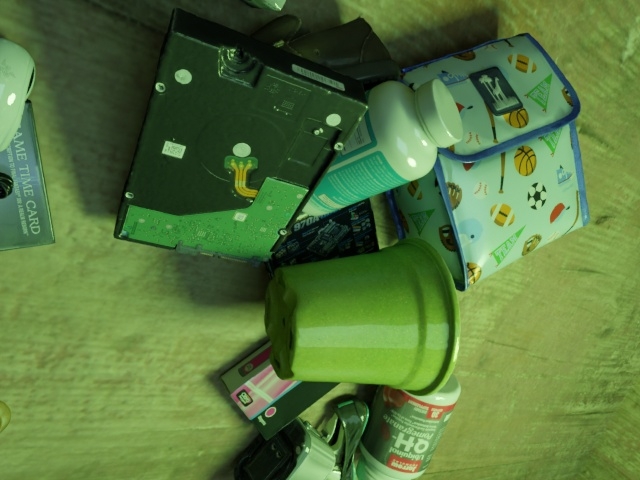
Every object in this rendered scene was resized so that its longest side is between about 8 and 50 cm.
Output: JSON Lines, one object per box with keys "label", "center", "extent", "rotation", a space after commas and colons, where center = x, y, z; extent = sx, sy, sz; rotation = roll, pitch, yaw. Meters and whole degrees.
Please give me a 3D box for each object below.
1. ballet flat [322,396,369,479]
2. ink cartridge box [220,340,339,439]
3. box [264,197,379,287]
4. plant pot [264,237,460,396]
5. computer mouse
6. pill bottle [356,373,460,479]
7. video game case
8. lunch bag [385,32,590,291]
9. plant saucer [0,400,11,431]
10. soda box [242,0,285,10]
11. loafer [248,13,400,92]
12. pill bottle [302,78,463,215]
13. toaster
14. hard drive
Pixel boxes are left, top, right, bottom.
{"label": "ballet flat", "center": [0.039, 0.498, 1.183], "extent": [0.096, 0.095, 0.280], "rotation": [4, 101, -23]}
{"label": "ink cartridge box", "center": [-0.007, 0.235, 1.033], "extent": [0.371, 0.069, 0.175], "rotation": [-36, 128, -15]}
{"label": "box", "center": [0.000, 0.000, 0.920], "extent": [0.220, 0.051, 0.175], "rotation": [-27, 126, -18]}
{"label": "plant pot", "center": [0.048, 0.132, 0.841], "extent": [0.254, 0.276, 0.276], "rotation": [0, 114, -21]}
{"label": "computer mouse", "center": [-0.391, -0.139, 0.577], "extent": [0.106, 0.042, 0.193], "rotation": [19, 103, -36]}
{"label": "pill bottle", "center": [0.194, 0.443, 1.189], "extent": [0.176, 0.176, 0.318], "rotation": [6, 110, -34]}
{"label": "video game case", "center": [-0.485, -0.065, 0.598], "extent": [0.274, 0.026, 0.196], "rotation": [-11, 119, -29]}
{"label": "lunch bag", "center": [0.293, -0.152, 0.921], "extent": [0.328, 0.239, 0.385], "rotation": [-23, 108, -20]}
{"label": "plant saucer", "center": [-0.517, 0.276, 0.758], "extent": [0.083, 0.015, 0.083], "rotation": [-14, 120, -26]}
{"label": "soda box", "center": [-0.040, -0.449, 0.637], "extent": [0.091, 0.098, 0.286], "rotation": [22, 101, -38]}
{"label": "loafer", "center": [-0.065, -0.247, 0.728], "extent": [0.366, 0.134, 0.130], "rotation": [-15, 83, -23]}
{"label": "pill bottle", "center": [0.070, -0.140, 0.749], "extent": [0.146, 0.264, 0.146], "rotation": [28, 53, -45]}
{"label": "toaster", "center": [-0.076, 0.488, 1.074], "extent": [0.227, 0.129, 0.146], "rotation": [-49, 131, -3]}
{"label": "hard drive", "center": [-0.121, -0.101, 0.663], "extent": [0.237, 0.064, 0.339], "rotation": [13, 136, -23]}
